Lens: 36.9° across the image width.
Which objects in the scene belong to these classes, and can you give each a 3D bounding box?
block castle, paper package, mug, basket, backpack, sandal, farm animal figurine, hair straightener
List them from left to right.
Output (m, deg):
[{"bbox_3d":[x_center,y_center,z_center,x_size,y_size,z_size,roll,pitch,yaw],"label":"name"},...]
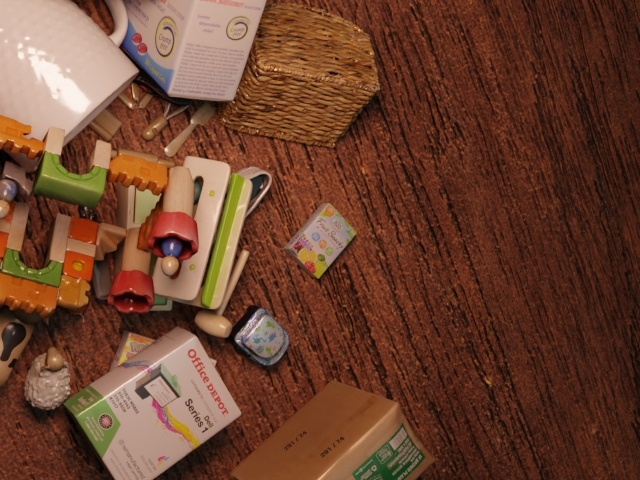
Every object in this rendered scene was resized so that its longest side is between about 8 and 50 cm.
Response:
[{"bbox_3d":[-0.585,0.134,1.764,0.330,0.172,0.326,17,86,-26],"label":"farm animal figurine"},{"bbox_3d":[-0.509,-0.363,1.730,0.328,0.276,0.374,47,61,-12],"label":"mug"},{"bbox_3d":[-0.460,-0.022,1.623,0.453,0.303,0.212,17,53,-24],"label":"block castle"},{"bbox_3d":[-0.437,0.004,1.878,0.047,0.089,0.230,-8,96,-25],"label":"hair straightener"},{"bbox_3d":[-0.335,-0.323,1.923,0.179,0.040,0.067,25,70,-3],"label":"sandal"},{"bbox_3d":[-0.124,0.210,2.051,0.114,0.084,0.105,46,76,-24],"label":"backpack"},{"bbox_3d":[-0.059,-0.358,2.045,0.299,0.223,0.213,6,57,-27],"label":"basket"},{"bbox_3d":[0.020,0.478,2.014,0.325,0.309,0.168,-39,109,-21],"label":"paper package"}]

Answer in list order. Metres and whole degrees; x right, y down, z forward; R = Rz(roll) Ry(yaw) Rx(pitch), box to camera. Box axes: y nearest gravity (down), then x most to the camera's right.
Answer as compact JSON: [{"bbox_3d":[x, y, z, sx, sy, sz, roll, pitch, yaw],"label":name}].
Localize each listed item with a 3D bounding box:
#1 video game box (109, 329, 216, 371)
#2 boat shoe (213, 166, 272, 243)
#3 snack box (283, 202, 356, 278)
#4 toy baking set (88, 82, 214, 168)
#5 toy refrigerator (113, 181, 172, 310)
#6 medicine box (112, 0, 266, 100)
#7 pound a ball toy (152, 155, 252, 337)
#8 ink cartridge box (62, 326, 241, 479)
[{"bbox_3d":[-0.337,0.303,1.970,0.205,0.048,0.187,22,81,-26],"label":"video game box"},{"bbox_3d":[-0.206,-0.063,1.992,0.258,0.084,0.095,-49,112,-16],"label":"boat shoe"},{"bbox_3d":[0.000,0.000,2.126,0.141,0.037,0.100,-49,113,-16],"label":"snack box"},{"bbox_3d":[-0.342,-0.241,1.944,0.256,0.030,0.196,14,87,-27],"label":"toy baking set"},{"bbox_3d":[-0.350,0.003,1.919,0.102,0.094,0.269,3,91,-27],"label":"toy refrigerator"},{"bbox_3d":[-0.240,-0.449,1.785,0.149,0.263,0.289,-2,125,-39],"label":"medicine box"},{"bbox_3d":[-0.235,0.016,1.892,0.208,0.136,0.319,34,69,-68],"label":"pound a ball toy"},{"bbox_3d":[-0.327,0.331,1.885,0.278,0.117,0.201,-34,108,-21],"label":"ink cartridge box"}]
